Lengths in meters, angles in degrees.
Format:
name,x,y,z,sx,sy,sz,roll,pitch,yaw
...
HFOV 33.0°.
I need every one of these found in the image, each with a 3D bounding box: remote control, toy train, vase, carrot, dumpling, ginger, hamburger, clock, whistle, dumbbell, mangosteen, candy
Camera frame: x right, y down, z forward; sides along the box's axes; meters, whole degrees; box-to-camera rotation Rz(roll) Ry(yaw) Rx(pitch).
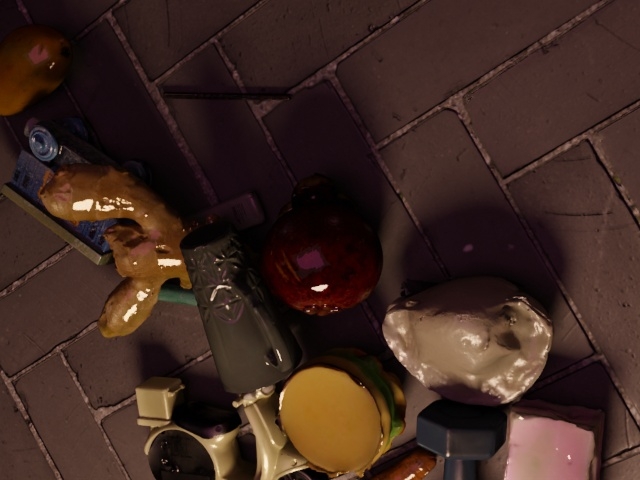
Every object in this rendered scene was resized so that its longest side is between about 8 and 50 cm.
name,x,y,z,sx,sy,sz,roll,pitch,yaw
remote control,-0.218,-0.026,2.059,0.261,0.029,0.067,-21,94,28
toy train,-0.466,-0.105,2.104,0.300,0.131,0.202,35,118,16
vase,-0.141,0.121,1.889,0.251,0.156,0.300,17,133,58
carrot,0.137,0.439,1.966,0.186,0.060,0.060,-37,84,20
dumpling,0.254,0.154,1.827,0.293,0.163,0.204,-4,131,24
ginger,-0.297,-0.007,1.987,0.348,0.122,0.363,-15,109,4
hamburger,0.052,0.295,1.928,0.237,0.149,0.237,9,109,29
clock,-0.172,0.382,2.062,0.379,0.120,0.276,-3,103,25
whistle,-0.241,0.109,2.084,0.186,0.039,0.039,7,102,23
dumbbell,0.240,0.438,1.863,0.156,0.143,0.316,0,100,-4
mangosteen,0.000,0.000,1.877,0.215,0.215,0.257,-11,73,25
candy,0.387,0.407,1.815,0.156,0.116,0.265,6,102,24

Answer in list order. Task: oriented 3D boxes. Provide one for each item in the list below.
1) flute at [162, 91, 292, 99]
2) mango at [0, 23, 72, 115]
name,x,y,z,sx,sy,sz,roll,pitch,yaw
flute,-0.177,-0.268,2.003,0.270,0.014,0.014,4,101,24
mango,-0.584,-0.335,2.120,0.253,0.113,0.138,-32,89,32
